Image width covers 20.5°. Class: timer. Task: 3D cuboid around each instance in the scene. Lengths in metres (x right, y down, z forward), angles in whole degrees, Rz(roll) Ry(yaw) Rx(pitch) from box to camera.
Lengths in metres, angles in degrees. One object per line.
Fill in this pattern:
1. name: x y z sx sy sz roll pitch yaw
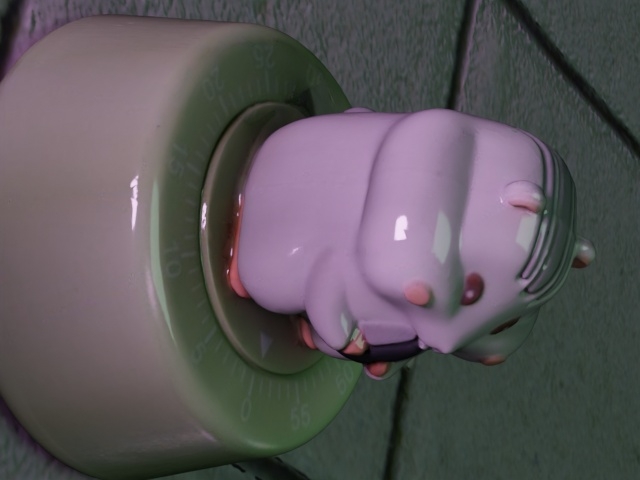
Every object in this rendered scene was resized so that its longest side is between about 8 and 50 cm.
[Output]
1. timer: 0.000 0.000 1.025 0.291 0.315 0.291 5 84 -57
